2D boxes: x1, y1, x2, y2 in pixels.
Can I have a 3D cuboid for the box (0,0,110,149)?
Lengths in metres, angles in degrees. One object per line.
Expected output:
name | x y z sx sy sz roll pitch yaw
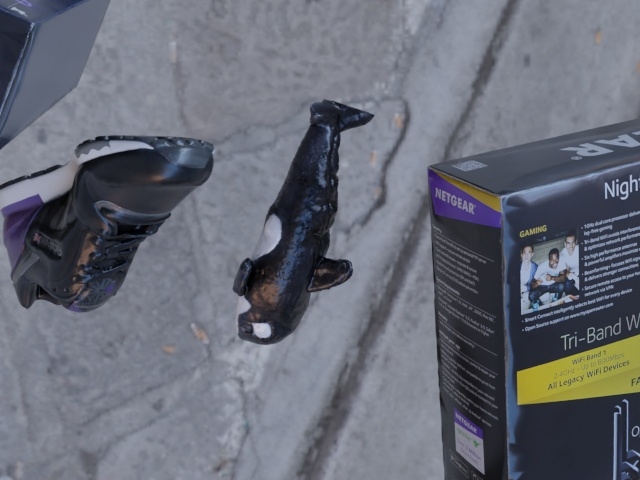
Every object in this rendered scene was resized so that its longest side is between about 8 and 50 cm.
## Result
box | -0.263 -0.161 0.679 0.184 0.261 0.103 26 107 -10

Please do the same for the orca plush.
orca plush | 0.000 0.000 1.045 0.287 0.102 0.151 -65 166 9

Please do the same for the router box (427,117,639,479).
router box | 0.224 0.045 0.631 0.308 0.081 0.243 -13 111 -21

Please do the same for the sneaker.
sneaker | -0.175 -0.006 0.824 0.107 0.283 0.124 1 80 -40
